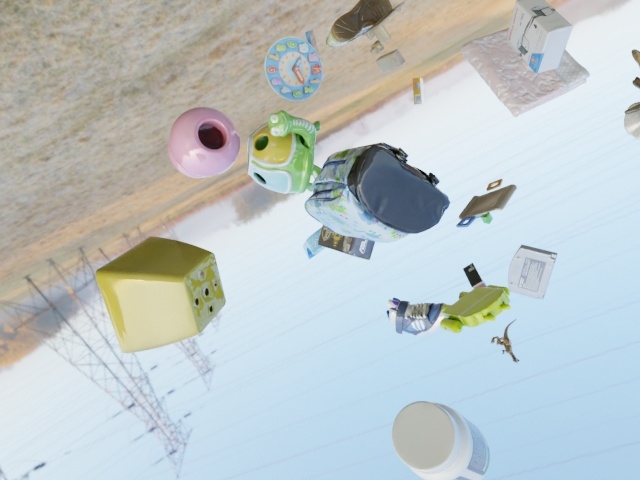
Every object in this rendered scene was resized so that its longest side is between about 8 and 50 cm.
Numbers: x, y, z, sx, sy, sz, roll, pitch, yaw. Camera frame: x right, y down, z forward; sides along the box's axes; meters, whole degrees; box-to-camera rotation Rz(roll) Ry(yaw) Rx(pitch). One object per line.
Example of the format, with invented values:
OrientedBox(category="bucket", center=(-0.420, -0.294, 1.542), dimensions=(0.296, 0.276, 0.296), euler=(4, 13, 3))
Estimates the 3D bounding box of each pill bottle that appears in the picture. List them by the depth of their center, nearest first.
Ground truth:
OrientedBox(category="pill bottle", center=(0.348, 0.584, 1.289), dimensions=(0.204, 0.361, 0.204), euler=(-16, -126, 23))

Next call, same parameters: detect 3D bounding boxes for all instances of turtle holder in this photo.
OrientedBox(category="turtle holder", center=(-0.116, -0.271, 1.438), dimensions=(0.228, 0.243, 0.320), euler=(1, -172, -12))

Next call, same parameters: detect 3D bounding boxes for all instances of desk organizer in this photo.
OrientedBox(category="desk organizer", center=(0.593, 0.146, 1.723), dimensions=(0.047, 0.050, 0.130), euler=(-36, -158, 19))

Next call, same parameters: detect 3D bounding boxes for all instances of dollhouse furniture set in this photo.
OrientedBox(category="dollhouse furniture set", center=(0.246, -0.683, 1.523), dimensions=(0.123, 0.151, 0.144), euler=(-47, -157, -11))

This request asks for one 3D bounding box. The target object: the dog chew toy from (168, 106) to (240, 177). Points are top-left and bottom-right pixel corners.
OrientedBox(category="dog chew toy", center=(-0.385, -0.291, 1.423), dimensions=(0.207, 0.206, 0.332), euler=(-38, -165, -25))

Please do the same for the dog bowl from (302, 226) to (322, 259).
OrientedBox(category="dog bowl", center=(0.000, 0.000, 2.059), dimensions=(0.166, 0.074, 0.297), euler=(-36, 176, -14))

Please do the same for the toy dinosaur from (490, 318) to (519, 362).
OrientedBox(category="toy dinosaur", center=(0.807, 0.437, 1.961), dimensions=(0.064, 0.113, 0.211), euler=(118, -19, -52))

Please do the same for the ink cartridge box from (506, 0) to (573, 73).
OrientedBox(category="ink cartridge box", center=(0.657, -0.625, 1.363), dimensions=(0.082, 0.139, 0.190), euler=(-17, -125, -3))

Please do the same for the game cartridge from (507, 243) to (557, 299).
OrientedBox(category="game cartridge", center=(1.073, 0.160, 2.307), dimensions=(0.198, 0.297, 0.062), euler=(20, -138, 29))

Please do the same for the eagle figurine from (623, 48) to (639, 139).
OrientedBox(category="eagle figurine", center=(0.833, -0.337, 0.952), dimensions=(0.299, 0.226, 0.225), euler=(-25, -147, -8))

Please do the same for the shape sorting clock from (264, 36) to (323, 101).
OrientedBox(category="shape sorting clock", center=(-0.086, -0.568, 1.495), dimensions=(0.206, 0.206, 0.040), euler=(-36, -159, -19))

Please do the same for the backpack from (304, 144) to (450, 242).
OrientedBox(category="backpack", center=(0.112, -0.124, 1.216), dimensions=(0.273, 0.290, 0.355), euler=(-57, -150, 7))

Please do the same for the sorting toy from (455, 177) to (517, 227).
OrientedBox(category="sorting toy", center=(0.685, -0.146, 1.831), dimensions=(0.347, 0.047, 0.196), euler=(-45, -163, -33))

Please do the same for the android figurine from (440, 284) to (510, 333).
OrientedBox(category="android figurine", center=(0.515, 0.221, 1.492), dimensions=(0.248, 0.056, 0.273), euler=(-32, -175, -14))

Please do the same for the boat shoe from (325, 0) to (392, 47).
OrientedBox(category="boat shoe", center=(0.130, -0.758, 1.554), dimensions=(0.285, 0.104, 0.089), euler=(-37, -168, -22))

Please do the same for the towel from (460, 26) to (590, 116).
OrientedBox(category="towel", center=(0.712, -0.617, 1.576), dimensions=(0.317, 0.331, 0.053), euler=(-26, 159, -8))

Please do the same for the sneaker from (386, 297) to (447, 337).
OrientedBox(category="sneaker", center=(0.440, 0.344, 2.163), dimensions=(0.130, 0.236, 0.322), euler=(-61, 180, -33))

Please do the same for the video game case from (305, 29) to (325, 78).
OrientedBox(category="video game case", center=(-0.017, -0.669, 1.626), dimensions=(0.015, 0.166, 0.119), euler=(-11, -154, 14))

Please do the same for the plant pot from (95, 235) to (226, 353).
OrientedBox(category="plant pot", center=(-0.345, 0.121, 1.046), dimensions=(0.187, 0.212, 0.212), euler=(-1, -158, 16))

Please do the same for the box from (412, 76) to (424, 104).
OrientedBox(category="box", center=(0.323, -0.489, 1.477), dimensions=(0.028, 0.081, 0.136), euler=(-2, -163, 20))

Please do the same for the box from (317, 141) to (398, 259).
OrientedBox(category="box", center=(0.131, -0.143, 1.636), dimensions=(0.318, 0.097, 0.394), euler=(19, -88, 67))
